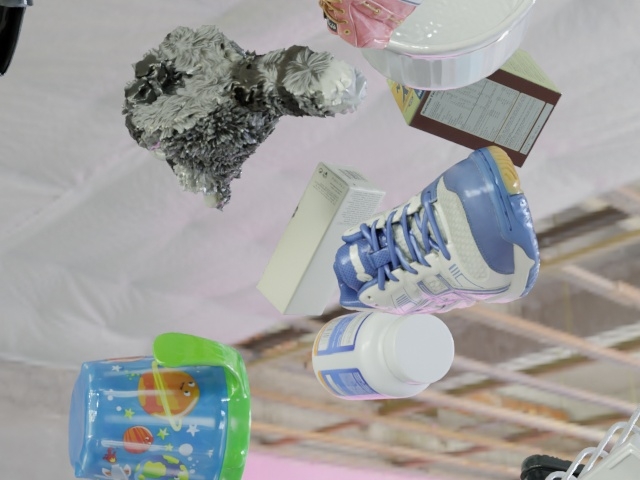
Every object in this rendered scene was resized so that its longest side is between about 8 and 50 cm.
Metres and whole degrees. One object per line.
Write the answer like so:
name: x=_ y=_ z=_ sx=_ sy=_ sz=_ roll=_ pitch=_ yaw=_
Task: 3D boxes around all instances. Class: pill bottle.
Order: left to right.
pill bottle: x=0.106 y=0.189 z=1.831 sx=0.152 sy=0.152 sz=0.272 roll=9 pitch=-12 yaw=-25

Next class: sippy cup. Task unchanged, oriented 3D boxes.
sippy cup: x=-0.241 y=0.263 z=1.582 sx=0.224 sy=0.305 sz=0.240 roll=6 pitch=8 yaw=-21

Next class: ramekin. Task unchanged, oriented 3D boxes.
ramekin: x=0.153 y=-0.333 z=1.437 sx=0.277 sy=0.277 sz=0.135 roll=-4 pitch=-22 yaw=5

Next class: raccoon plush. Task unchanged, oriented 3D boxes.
raccoon plush: x=-0.103 y=-0.150 z=1.704 sx=0.446 sy=0.216 sz=0.299 roll=19 pitch=-19 yaw=32

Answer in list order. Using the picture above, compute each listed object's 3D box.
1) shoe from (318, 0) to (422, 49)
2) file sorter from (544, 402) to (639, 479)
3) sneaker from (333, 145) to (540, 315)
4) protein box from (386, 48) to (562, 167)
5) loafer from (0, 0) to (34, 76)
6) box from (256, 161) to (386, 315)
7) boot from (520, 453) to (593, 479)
shoe: x=0.021 y=-0.235 z=1.052 sx=0.178 sy=0.063 sz=0.081 roll=7 pitch=-50 yaw=-43
file sorter: x=0.356 y=0.293 z=1.171 sx=0.193 sy=0.173 sz=0.278 roll=41 pitch=-44 yaw=8
sneaker: x=0.083 y=0.014 z=0.887 sx=0.131 sy=0.112 sz=0.296 roll=-12 pitch=-14 yaw=-9
protein box: x=0.234 y=-0.240 z=1.717 sx=0.201 sy=0.200 sz=0.136 roll=19 pitch=-66 yaw=-16
loafer: x=-0.356 y=-0.293 z=1.248 sx=0.076 sy=0.078 sz=0.223 roll=-27 pitch=-32 yaw=-56
box: x=0.000 y=0.000 z=1.977 sx=0.113 sy=0.094 sz=0.275 roll=6 pitch=-61 yaw=-48
boot: x=0.409 y=0.441 z=1.628 sx=0.246 sy=0.207 sz=0.094 roll=14 pitch=-43 yaw=-4
